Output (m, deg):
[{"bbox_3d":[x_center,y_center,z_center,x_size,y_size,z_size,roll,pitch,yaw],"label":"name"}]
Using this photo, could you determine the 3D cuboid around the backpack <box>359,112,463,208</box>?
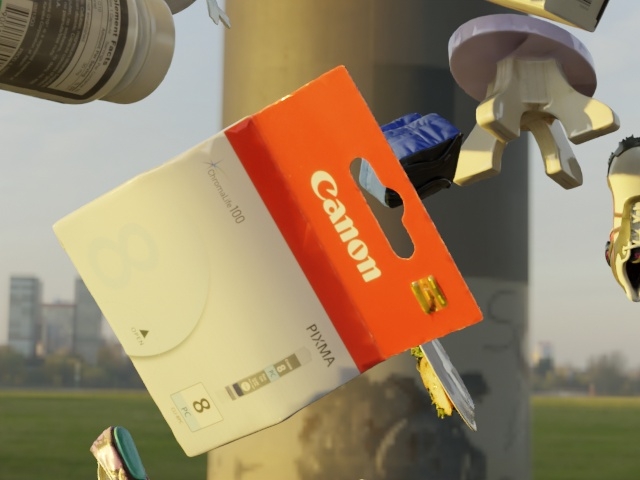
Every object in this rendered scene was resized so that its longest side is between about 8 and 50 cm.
[{"bbox_3d":[0.103,-0.099,1.693,0.120,0.098,0.101,-28,48,-31],"label":"backpack"}]

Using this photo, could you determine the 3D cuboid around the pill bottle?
[{"bbox_3d":[-0.373,-0.291,1.787,0.204,0.204,0.361,-3,-7,35],"label":"pill bottle"}]

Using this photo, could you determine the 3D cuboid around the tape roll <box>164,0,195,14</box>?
[{"bbox_3d":[-0.283,-0.484,2.252,0.219,0.219,0.072,5,26,-30],"label":"tape roll"}]

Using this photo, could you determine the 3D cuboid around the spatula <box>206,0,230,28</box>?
[{"bbox_3d":[-0.149,-0.377,1.867,0.019,0.168,0.242,-12,2,3],"label":"spatula"}]

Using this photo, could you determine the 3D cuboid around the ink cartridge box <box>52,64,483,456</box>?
[{"bbox_3d":[-0.064,0.034,1.442,0.385,0.308,0.091,-26,6,33],"label":"ink cartridge box"}]

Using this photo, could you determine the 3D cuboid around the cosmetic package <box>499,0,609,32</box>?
[{"bbox_3d":[0.343,-0.455,2.224,0.129,0.153,0.296,17,11,-37],"label":"cosmetic package"}]

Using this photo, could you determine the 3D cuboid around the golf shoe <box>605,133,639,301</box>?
[{"bbox_3d":[0.490,-0.034,2.046,0.105,0.120,0.273,-3,-51,6],"label":"golf shoe"}]

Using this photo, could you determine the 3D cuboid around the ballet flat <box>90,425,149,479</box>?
[{"bbox_3d":[-0.293,0.391,2.087,0.079,0.221,0.077,-43,-31,15],"label":"ballet flat"}]

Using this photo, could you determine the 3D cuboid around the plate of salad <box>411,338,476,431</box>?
[{"bbox_3d":[0.166,0.192,1.942,0.048,0.200,0.200,-32,-11,7],"label":"plate of salad"}]

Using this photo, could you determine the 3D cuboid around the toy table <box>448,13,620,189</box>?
[{"bbox_3d":[0.289,-0.184,1.867,0.274,0.161,0.252,18,-31,-37],"label":"toy table"}]
